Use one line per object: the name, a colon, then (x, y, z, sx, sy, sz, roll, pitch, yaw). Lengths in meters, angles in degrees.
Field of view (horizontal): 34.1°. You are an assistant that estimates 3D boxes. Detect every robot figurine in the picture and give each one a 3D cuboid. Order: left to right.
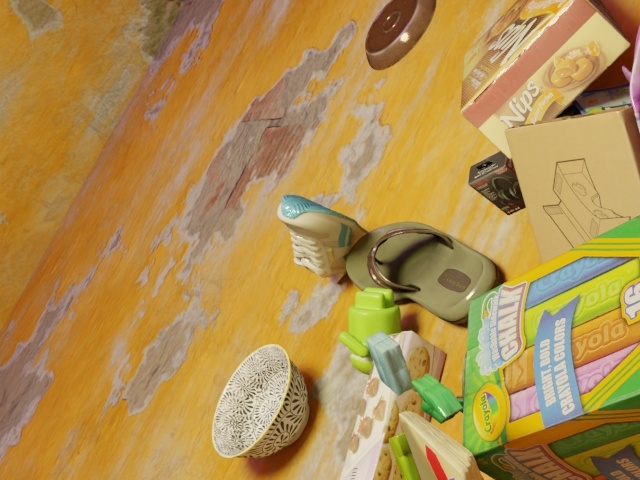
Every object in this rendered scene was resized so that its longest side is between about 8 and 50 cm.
robot figurine: (0.069, 0.119, 1.323, 0.067, 0.101, 0.115, 3, 101, 28)

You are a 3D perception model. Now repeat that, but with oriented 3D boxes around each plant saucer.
plant saucer: (0.132, -0.376, 1.820, 0.168, 0.029, 0.168, -40, 31, 30)

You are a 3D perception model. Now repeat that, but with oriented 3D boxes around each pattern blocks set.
pattern blocks set: (0.128, 0.242, 0.899, 0.026, 0.325, 0.285, -24, 26, -12)

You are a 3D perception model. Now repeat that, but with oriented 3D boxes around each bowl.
bowl: (-0.069, 0.236, 1.442, 0.170, 0.080, 0.170, -39, 32, 30)

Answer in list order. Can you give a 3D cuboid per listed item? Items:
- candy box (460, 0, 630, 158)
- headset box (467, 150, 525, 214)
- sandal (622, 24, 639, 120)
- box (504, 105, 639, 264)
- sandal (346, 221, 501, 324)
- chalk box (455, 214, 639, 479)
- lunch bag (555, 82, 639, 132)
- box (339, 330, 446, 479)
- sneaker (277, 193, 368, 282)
candy box: (0.264, -0.232, 1.277, 0.183, 0.087, 0.316, -46, 10, 21)
headset box: (0.227, -0.074, 1.280, 0.062, 0.083, 0.032, -27, 39, 43)
sandal: (0.372, -0.181, 1.077, 0.102, 0.169, 0.416, -23, 30, 40)
box: (0.276, -0.030, 1.065, 0.021, 0.201, 0.164, -23, 10, -31)
sandal: (0.120, 0.025, 1.348, 0.120, 0.086, 0.303, -61, 27, -7)
chalk box: (0.243, 0.134, 0.931, 0.289, 0.180, 0.179, -34, 35, 40)
lunch bag: (0.315, -0.104, 1.166, 0.151, 0.096, 0.129, -35, 30, 14)
box: (0.069, 0.262, 1.205, 0.063, 0.067, 0.324, -19, 44, 51)
sneaker: (0.000, 0.000, 1.465, 0.087, 0.229, 0.092, 26, 87, 27)
